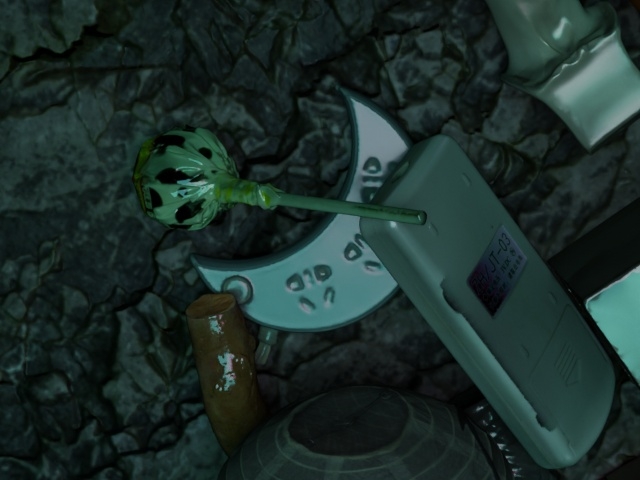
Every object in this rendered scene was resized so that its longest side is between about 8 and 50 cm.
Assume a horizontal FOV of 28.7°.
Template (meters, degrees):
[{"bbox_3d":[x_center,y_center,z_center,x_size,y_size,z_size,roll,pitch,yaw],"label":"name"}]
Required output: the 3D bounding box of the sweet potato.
[{"bbox_3d":[-0.059,0.182,1.128,0.059,0.067,0.281,-2,118,34],"label":"sweet potato"}]

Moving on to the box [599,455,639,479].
[{"bbox_3d":[0.364,0.348,1.085,0.084,0.198,0.310,-32,96,7],"label":"box"}]

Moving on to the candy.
[{"bbox_3d":[-0.038,-0.043,1.036,0.306,0.083,0.091,8,74,38],"label":"candy"}]

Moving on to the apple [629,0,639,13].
[{"bbox_3d":[0.339,-0.269,0.970,0.265,0.264,0.264,0,98,2],"label":"apple"}]

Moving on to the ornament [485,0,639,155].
[{"bbox_3d":[0.180,-0.202,1.054,0.130,0.120,0.285,-24,98,9],"label":"ornament"}]

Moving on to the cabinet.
[{"bbox_3d":[0.302,0.049,1.040,0.150,0.206,0.145,-35,95,6],"label":"cabinet"}]

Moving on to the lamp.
[{"bbox_3d":[0.041,0.237,1.032,0.265,0.233,0.233,-22,97,-17],"label":"lamp"}]

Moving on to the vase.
[{"bbox_3d":[0.194,0.242,1.129,0.115,0.115,0.237,-28,94,6],"label":"vase"}]

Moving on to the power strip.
[{"bbox_3d":[0.000,0.000,1.122,0.168,0.054,0.253,39,97,-3],"label":"power strip"}]

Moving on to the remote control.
[{"bbox_3d":[0.152,0.055,1.072,0.056,0.140,0.296,-21,114,45],"label":"remote control"}]
